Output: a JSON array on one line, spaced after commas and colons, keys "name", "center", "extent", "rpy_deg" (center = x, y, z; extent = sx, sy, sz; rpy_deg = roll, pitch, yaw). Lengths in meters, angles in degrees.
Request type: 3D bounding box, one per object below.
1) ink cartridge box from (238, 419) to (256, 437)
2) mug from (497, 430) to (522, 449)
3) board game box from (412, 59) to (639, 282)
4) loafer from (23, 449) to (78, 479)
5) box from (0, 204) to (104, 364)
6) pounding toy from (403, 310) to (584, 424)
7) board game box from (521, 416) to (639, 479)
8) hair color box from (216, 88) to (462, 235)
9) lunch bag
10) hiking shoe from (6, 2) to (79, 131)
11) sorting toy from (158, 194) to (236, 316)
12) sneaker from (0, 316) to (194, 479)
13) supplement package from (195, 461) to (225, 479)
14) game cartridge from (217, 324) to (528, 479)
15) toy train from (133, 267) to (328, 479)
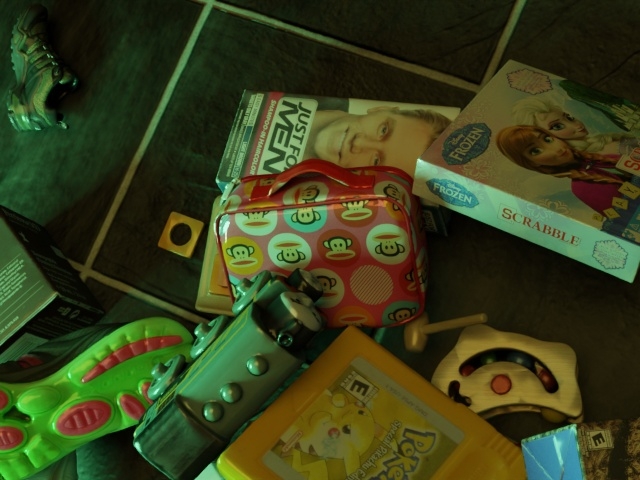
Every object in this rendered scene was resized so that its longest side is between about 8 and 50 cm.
[{"name": "ink cartridge box", "center": [-0.043, 0.349, 1.585], "extent": [0.127, 0.128, 0.176], "rpy_deg": [2, 52, -26]}, {"name": "mug", "center": [0.279, 0.350, 1.555], "extent": [0.169, 0.113, 0.150], "rpy_deg": [30, 44, 24]}, {"name": "board game box", "center": [0.339, -0.110, 1.586], "extent": [0.318, 0.066, 0.318], "rpy_deg": [23, 43, 19]}, {"name": "loafer", "center": [-0.417, 0.384, 1.722], "extent": [0.112, 0.111, 0.319], "rpy_deg": [-5, 41, -8]}, {"name": "box", "center": [-0.489, 0.081, 1.818], "extent": [0.167, 0.168, 0.203], "rpy_deg": [-41, 70, 3]}, {"name": "pounding toy", "center": [0.232, 0.194, 1.591], "extent": [0.270, 0.155, 0.154], "rpy_deg": [12, 76, 18]}, {"name": "board game box", "center": [0.429, 0.342, 1.436], "extent": [0.291, 0.141, 0.232], "rpy_deg": [-2, 73, -20]}, {"name": "hair color box", "center": [0.035, -0.121, 1.737], "extent": [0.347, 0.105, 0.173], "rpy_deg": [7, 66, 17]}, {"name": "lunch bag", "center": [0.000, 0.000, 1.616], "extent": [0.293, 0.258, 0.120], "rpy_deg": [-3, 34, 14]}, {"name": "hiking shoe", "center": [-0.467, -0.295, 1.962], "extent": [0.114, 0.086, 0.226], "rpy_deg": [2, 82, 2]}, {"name": "sorting toy", "center": [-0.102, 0.025, 1.787], "extent": [0.348, 0.047, 0.196], "rpy_deg": [7, 79, 18]}, {"name": "sneaker", "center": [-0.416, 0.243, 1.705], "extent": [0.483, 0.202, 0.185], "rpy_deg": [-14, 92, -11]}, {"name": "supplement package", "center": [-0.133, 0.425, 1.665], "extent": [0.105, 0.105, 0.179], "rpy_deg": [-39, 69, 6]}, {"name": "game cartridge", "center": [0.076, 0.296, 1.501], "extent": [0.324, 0.052, 0.285], "rpy_deg": [34, 60, 22]}, {"name": "toy train", "center": [-0.119, 0.180, 1.548], "extent": [0.142, 0.190, 0.334], "rpy_deg": [42, 101, -13]}]
